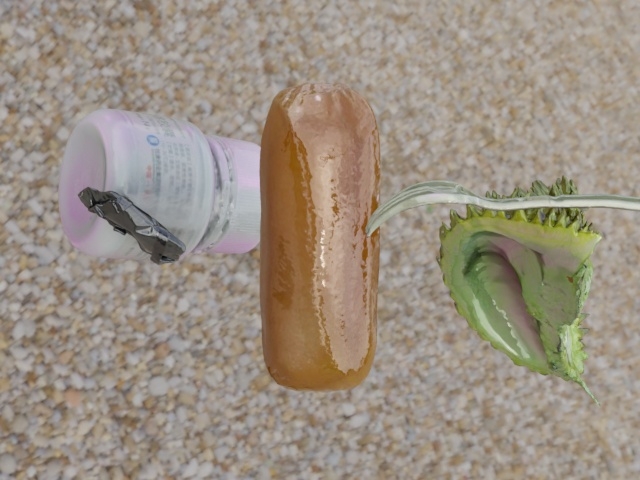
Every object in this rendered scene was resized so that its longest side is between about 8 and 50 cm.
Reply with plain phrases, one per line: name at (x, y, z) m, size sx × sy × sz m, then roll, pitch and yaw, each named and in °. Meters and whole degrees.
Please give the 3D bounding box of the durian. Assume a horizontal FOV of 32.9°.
durian at (0.218, 0.049, 1.150) m, size 0.355 × 0.157 × 0.169 m, roll 68°, pitch 4°, yaw -56°

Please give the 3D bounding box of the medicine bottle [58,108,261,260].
medicine bottle at (-0.269, -0.090, 1.905) m, size 0.324 × 0.256 × 0.256 m, roll 4°, pitch 67°, yaw -34°

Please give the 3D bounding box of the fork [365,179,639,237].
fork at (0.135, -0.026, 0.642) m, size 0.034 × 0.219 × 0.028 m, roll -74°, pitch 159°, yaw -80°

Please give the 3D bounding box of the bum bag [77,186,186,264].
bum bag at (-0.290, -0.019, 1.677) m, size 0.197 × 0.087 × 0.049 m, roll 42°, pitch 52°, yaw -32°

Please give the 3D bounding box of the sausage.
sausage at (-0.001, 0.000, 0.933) m, size 0.105 × 0.105 × 0.274 m, roll -14°, pitch 111°, yaw -43°
